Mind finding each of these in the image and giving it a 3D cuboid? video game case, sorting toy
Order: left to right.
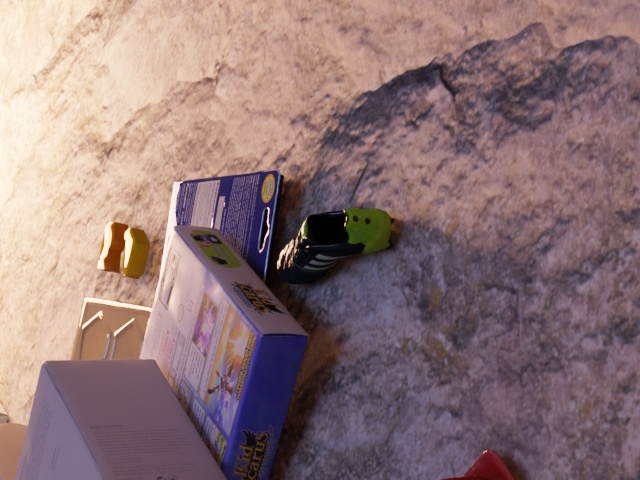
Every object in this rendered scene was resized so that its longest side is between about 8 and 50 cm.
[{"bbox_3d":[-0.242,0.132,2.156,0.229,0.041,0.307,4,81,60],"label":"sorting toy"},{"bbox_3d":[-0.117,0.157,1.901,0.244,0.061,0.269,47,128,52],"label":"video game case"}]

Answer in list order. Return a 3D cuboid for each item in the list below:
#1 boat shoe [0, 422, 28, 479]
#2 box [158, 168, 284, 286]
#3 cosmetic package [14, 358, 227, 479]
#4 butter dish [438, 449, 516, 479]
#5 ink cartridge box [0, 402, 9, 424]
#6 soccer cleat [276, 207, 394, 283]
[{"bbox_3d":[-0.316,0.371,2.063,0.340,0.127,0.158,50,123,40],"label":"boat shoe"},{"bbox_3d":[-0.103,-0.005,2.002,0.225,0.036,0.136,-4,76,56],"label":"box"},{"bbox_3d":[-0.217,0.276,1.866,0.224,0.138,0.224,51,132,47],"label":"cosmetic package"},{"bbox_3d":[0.103,0.274,1.523,0.160,0.118,0.160,-58,38,25],"label":"butter dish"},{"bbox_3d":[-0.524,0.239,2.438,0.176,0.127,0.128,43,113,53],"label":"ink cartridge box"},{"bbox_3d":[0.000,0.000,1.817,0.179,0.072,0.060,-24,59,50],"label":"soccer cleat"}]
